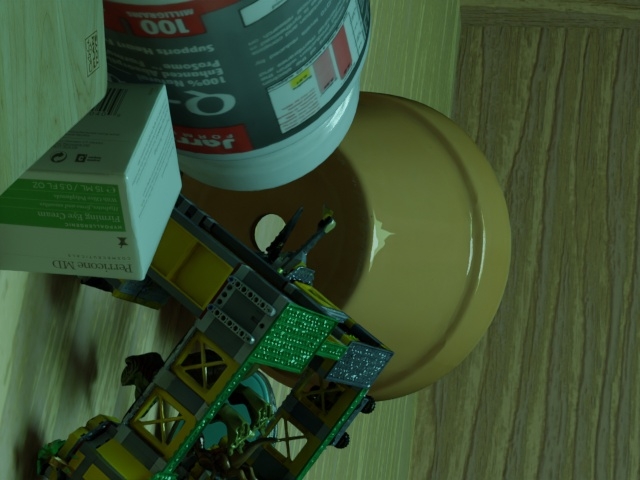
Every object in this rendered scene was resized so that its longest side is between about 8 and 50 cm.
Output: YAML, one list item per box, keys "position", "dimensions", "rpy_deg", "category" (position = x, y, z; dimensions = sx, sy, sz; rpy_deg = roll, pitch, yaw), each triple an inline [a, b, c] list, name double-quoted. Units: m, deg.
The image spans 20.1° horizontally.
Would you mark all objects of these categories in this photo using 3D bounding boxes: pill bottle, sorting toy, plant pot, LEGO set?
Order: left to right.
- position: [-0.194, -0.165, 0.914]
  dimensions: [0.255, 0.089, 0.257]
  rpy_deg: [-63, 154, -67]
  category: "sorting toy"
- position: [-0.104, 0.084, 1.337]
  dimensions: [0.255, 0.192, 0.331]
  rpy_deg: [-57, 157, 12]
  category: "LEGO set"
- position: [-0.074, -0.179, 1.237]
  dimensions: [0.363, 0.210, 0.210]
  rpy_deg: [70, 24, -68]
  category: "pill bottle"
- position: [0.000, 0.000, 1.600]
  dimensions: [0.203, 0.291, 0.291]
  rpy_deg: [9, 84, -64]
  category: "plant pot"

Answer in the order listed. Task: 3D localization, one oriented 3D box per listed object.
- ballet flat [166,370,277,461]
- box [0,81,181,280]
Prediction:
- position: [-0.104, 0.245, 1.563]
  dimensions: [0.096, 0.095, 0.280]
  rpy_deg: [93, 12, -78]
  category: "ballet flat"
- position: [-0.152, -0.040, 1.147]
  dimensions: [0.102, 0.101, 0.087]
  rpy_deg: [-74, 164, -48]
  category: "box"
